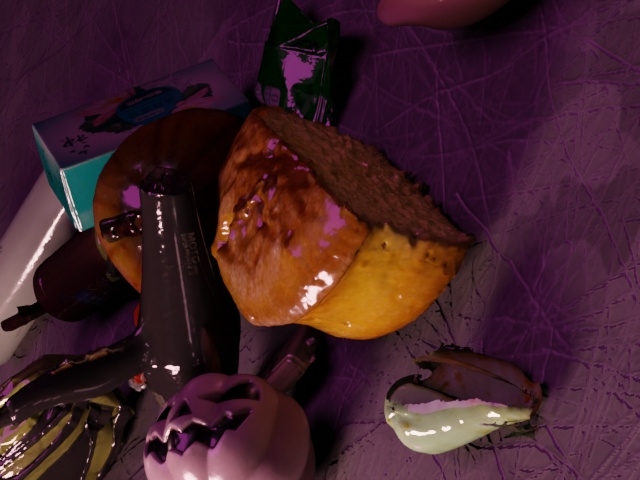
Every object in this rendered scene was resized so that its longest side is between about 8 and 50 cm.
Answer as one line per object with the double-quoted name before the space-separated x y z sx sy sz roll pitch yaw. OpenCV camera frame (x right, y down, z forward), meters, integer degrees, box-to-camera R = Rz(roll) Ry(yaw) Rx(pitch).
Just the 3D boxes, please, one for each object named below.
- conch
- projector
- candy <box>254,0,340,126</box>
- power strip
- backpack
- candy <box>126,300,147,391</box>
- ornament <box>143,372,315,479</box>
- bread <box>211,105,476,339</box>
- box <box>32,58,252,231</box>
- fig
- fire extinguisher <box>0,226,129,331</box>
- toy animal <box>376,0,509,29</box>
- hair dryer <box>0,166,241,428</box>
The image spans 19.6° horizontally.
"conch" 0.133 0.140 1.690 0.170 0.079 0.106 -11 68 39
"projector" -0.403 0.021 2.593 0.337 0.108 0.108 -54 33 24
"candy" -0.033 -0.210 2.165 0.141 0.078 0.203 -67 25 4
"power strip" -0.053 0.151 1.995 0.169 0.028 0.076 -48 9 33
"backpack" -0.346 0.250 2.271 0.253 0.207 0.140 -47 58 18
"candy" -0.165 0.052 2.235 0.292 0.059 0.086 -59 28 16
"ornament" -0.091 0.217 1.902 0.177 0.177 0.177 -36 44 44
"bread" 0.000 0.000 1.877 0.179 0.194 0.340 -68 28 14
"box" -0.208 -0.117 2.232 0.153 0.245 0.092 -132 24 -56
"fig" -0.138 -0.032 2.076 0.214 0.235 0.235 169 119 -79
"fire extinguisher" -0.286 0.028 2.375 0.341 0.141 0.105 -37 74 38
"toy animal" 0.144 -0.384 1.812 0.345 0.247 0.278 -22 52 52
"hair dryer" -0.244 0.111 1.912 0.120 0.359 0.304 38 144 45
